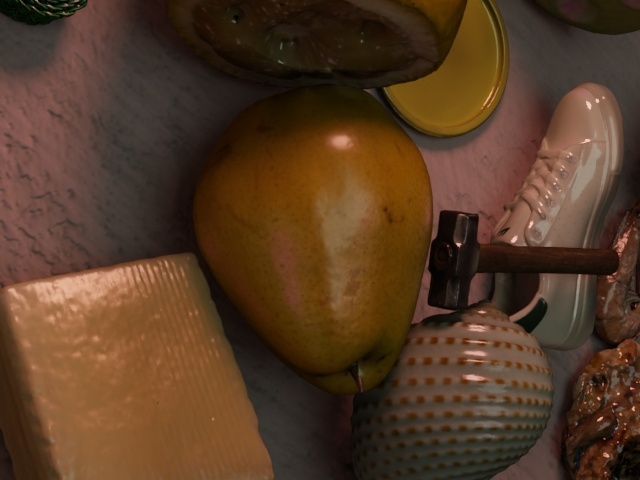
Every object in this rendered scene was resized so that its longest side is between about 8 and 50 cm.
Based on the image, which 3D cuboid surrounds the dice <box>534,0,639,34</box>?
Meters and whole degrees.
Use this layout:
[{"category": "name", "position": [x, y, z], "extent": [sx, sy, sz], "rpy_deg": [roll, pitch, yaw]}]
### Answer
[{"category": "dice", "position": [0.395, -0.444, 1.717], "extent": [0.249, 0.254, 0.252], "rpy_deg": [40, 67, -26]}]

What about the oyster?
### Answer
[{"category": "oyster", "position": [0.428, 0.257, 1.819], "extent": [0.214, 0.083, 0.223], "rpy_deg": [-14, 96, -33]}]

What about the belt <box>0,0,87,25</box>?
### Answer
[{"category": "belt", "position": [-0.303, -0.302, 1.362], "extent": [0.151, 0.079, 0.121], "rpy_deg": [50, 65, -21]}]

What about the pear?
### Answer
[{"category": "pear", "position": [0.010, -0.007, 1.429], "extent": [0.285, 0.285, 0.336], "rpy_deg": [-33, 88, -29]}]

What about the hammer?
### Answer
[{"category": "hammer", "position": [0.260, 0.027, 1.569], "extent": [0.365, 0.043, 0.111], "rpy_deg": [2, 97, -46]}]

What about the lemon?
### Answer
[{"category": "lemon", "position": [0.005, -0.352, 1.418], "extent": [0.364, 0.364, 0.364], "rpy_deg": [1, 88, -33]}]

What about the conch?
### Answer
[{"category": "conch", "position": [0.136, 0.224, 1.543], "extent": [0.215, 0.303, 0.319], "rpy_deg": [36, 86, 15]}]

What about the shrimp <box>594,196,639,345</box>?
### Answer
[{"category": "shrimp", "position": [0.450, 0.045, 1.863], "extent": [0.126, 0.047, 0.223], "rpy_deg": [27, 77, -34]}]

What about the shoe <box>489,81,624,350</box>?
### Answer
[{"category": "shoe", "position": [0.295, -0.037, 1.716], "extent": [0.160, 0.131, 0.363], "rpy_deg": [6, 92, -34]}]

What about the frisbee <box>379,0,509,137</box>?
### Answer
[{"category": "frisbee", "position": [0.156, -0.252, 1.697], "extent": [0.236, 0.017, 0.236], "rpy_deg": [2, 87, -33]}]

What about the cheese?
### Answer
[{"category": "cheese", "position": [-0.203, 0.166, 1.342], "extent": [0.242, 0.124, 0.266], "rpy_deg": [-9, 70, -35]}]
